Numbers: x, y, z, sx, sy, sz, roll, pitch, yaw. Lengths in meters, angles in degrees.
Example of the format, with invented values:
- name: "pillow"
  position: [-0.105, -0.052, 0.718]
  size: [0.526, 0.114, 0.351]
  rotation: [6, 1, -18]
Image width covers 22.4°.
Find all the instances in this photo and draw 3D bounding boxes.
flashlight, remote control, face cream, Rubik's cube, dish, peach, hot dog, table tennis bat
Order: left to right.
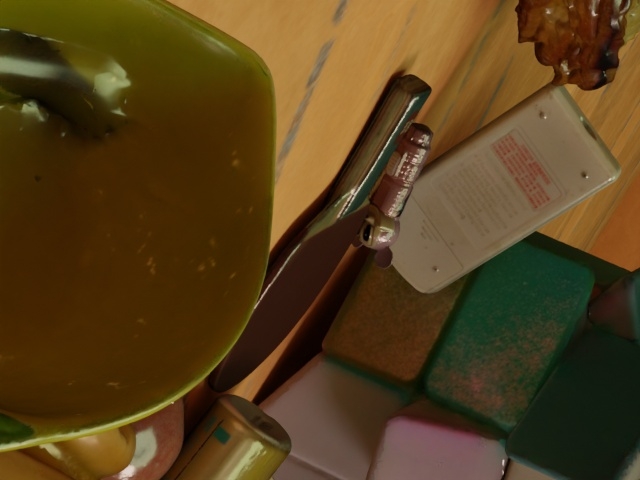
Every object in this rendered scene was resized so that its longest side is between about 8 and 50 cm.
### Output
- name: "dish"
  position: [-0.103, -0.005, 0.508]
  size: [0.208, 0.148, 0.080]
  rotation: [-32, -174, -39]
- name: "peach"
  position: [-0.109, 0.095, 0.830]
  size: [0.083, 0.083, 0.083]
  rotation: [-51, 167, -16]
- name: "face cream"
  position: [-0.130, 0.239, 1.152]
  size: [0.285, 0.067, 0.139]
  rotation: [-52, 174, 0]
- name: "table tennis bat"
  position: [0.000, 0.000, 1.127]
  size: [0.274, 0.021, 0.154]
  rotation: [-59, 167, 27]
- name: "flashlight"
  position: [0.052, -0.036, 1.194]
  size: [0.031, 0.052, 0.110]
  rotation: [4, 117, -43]
- name: "remote control"
  position: [0.124, -0.035, 1.203]
  size: [0.190, 0.087, 0.029]
  rotation: [-35, -177, 28]
- name: "Rubik's cube"
  position: [0.150, 0.152, 1.354]
  size: [0.368, 0.387, 0.358]
  rotation: [-40, 170, 26]
- name: "hot dog"
  position: [0.225, -0.231, 1.144]
  size: [0.259, 0.114, 0.175]
  rotation: [-49, 162, -24]

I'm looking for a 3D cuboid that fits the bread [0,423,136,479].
- name: "bread"
  position: [-0.191, 0.172, 0.638]
  size: [0.311, 0.121, 0.173]
  rotation: [-51, 168, -10]
